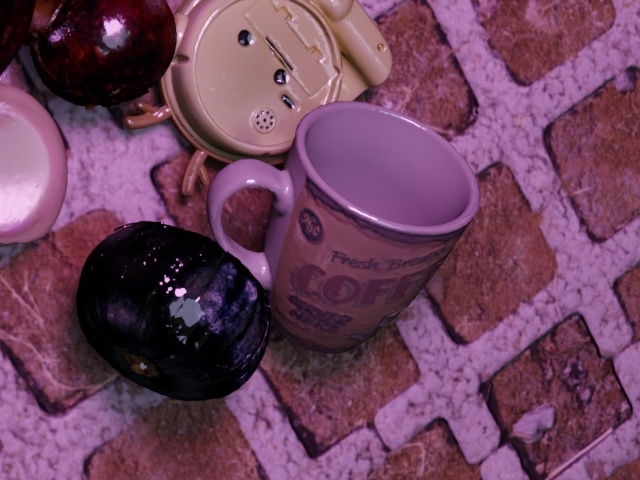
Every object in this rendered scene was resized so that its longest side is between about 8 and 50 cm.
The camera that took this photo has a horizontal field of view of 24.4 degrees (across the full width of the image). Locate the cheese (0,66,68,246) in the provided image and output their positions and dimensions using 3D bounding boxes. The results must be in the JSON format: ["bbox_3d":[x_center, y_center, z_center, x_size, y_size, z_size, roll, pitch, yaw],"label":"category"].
[{"bbox_3d":[-0.367,-0.132,1.631,0.163,0.082,0.286,-9,97,-25],"label":"cheese"}]

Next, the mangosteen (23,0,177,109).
[{"bbox_3d":[-0.243,-0.237,1.634,0.173,0.172,0.184,-2,72,-25],"label":"mangosteen"}]

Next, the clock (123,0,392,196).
[{"bbox_3d":[-0.082,-0.196,1.747,0.308,0.096,0.235,-46,113,-13],"label":"clock"}]

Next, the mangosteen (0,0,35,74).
[{"bbox_3d":[-0.426,-0.256,1.450,0.311,0.311,0.311,-3,97,-25],"label":"mangosteen"}]

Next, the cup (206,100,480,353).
[{"bbox_3d":[0.000,0.000,1.714,0.301,0.227,0.257,8,128,-25],"label":"cup"}]

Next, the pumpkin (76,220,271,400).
[{"bbox_3d":[-0.167,0.081,1.666,0.233,0.233,0.163,42,67,-23],"label":"pumpkin"}]
